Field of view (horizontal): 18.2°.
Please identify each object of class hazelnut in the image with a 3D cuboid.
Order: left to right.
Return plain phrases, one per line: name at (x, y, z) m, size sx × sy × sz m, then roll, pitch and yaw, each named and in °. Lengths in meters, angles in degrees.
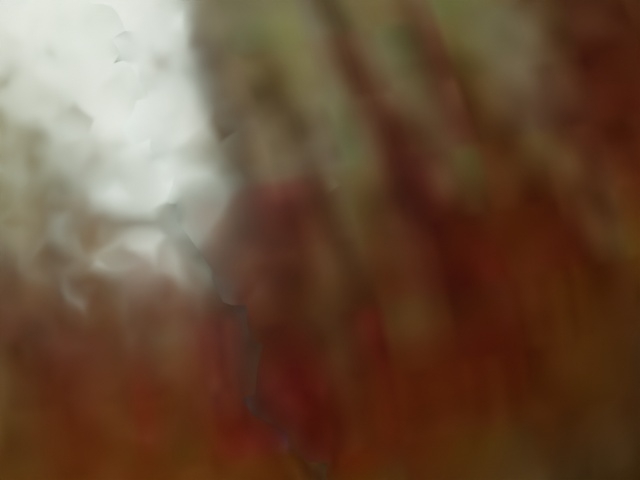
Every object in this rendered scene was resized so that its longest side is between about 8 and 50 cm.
hazelnut at (0.000, 0.000, 0.643) m, size 0.409 × 0.359 × 0.359 m, roll -41°, pitch 44°, yaw -21°
